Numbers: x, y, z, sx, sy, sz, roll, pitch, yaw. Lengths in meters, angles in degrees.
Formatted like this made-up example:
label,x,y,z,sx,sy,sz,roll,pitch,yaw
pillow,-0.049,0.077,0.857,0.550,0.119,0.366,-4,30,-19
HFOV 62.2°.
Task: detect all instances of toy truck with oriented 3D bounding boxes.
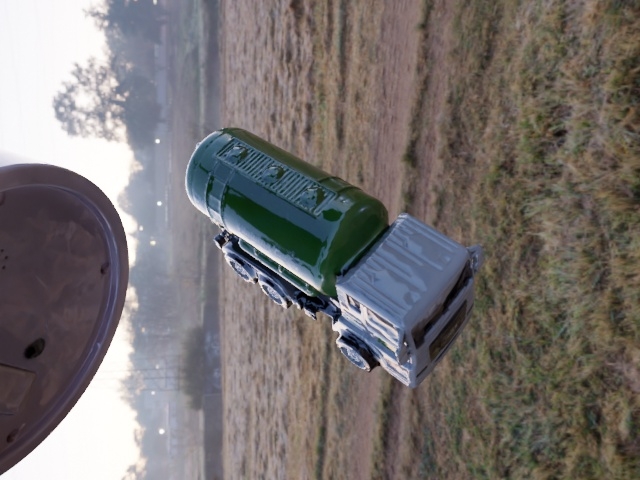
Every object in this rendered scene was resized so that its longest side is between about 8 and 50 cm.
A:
label,x,y,z,sx,sy,sz,roll,pitch,yaw
toy truck,0.000,0.000,0.417,0.242,0.101,0.125,32,155,28

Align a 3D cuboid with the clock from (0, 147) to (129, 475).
label,x,y,z,sx,sy,sz,roll,pitch,yaw
clock,-0.203,0.043,0.310,0.197,0.068,0.197,18,-90,-75
